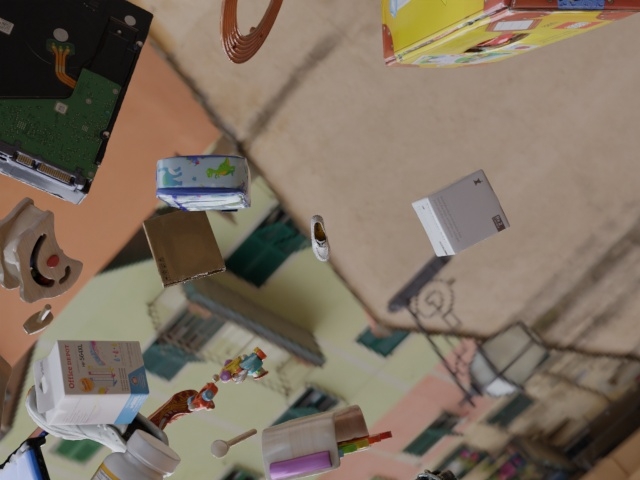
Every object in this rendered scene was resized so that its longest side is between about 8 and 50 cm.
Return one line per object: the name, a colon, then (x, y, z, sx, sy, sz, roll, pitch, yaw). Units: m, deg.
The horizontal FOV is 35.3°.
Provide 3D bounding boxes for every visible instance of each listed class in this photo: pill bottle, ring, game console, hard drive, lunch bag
pill bottle: (-0.312, 0.406, 1.571, 0.117, 0.208, 0.117, 34, 175, 4)
ring: (-0.130, -0.518, 2.010, 0.032, 0.337, 0.336, 21, -169, 13)
game console: (-0.539, 0.457, 1.989, 0.173, 0.293, 0.250, -10, -110, -40)
hard drive: (-0.396, -0.242, 1.442, 0.237, 0.064, 0.339, 24, -124, -20)
lunch bag: (-0.221, -0.107, 1.902, 0.176, 0.090, 0.219, 1, 175, -2)

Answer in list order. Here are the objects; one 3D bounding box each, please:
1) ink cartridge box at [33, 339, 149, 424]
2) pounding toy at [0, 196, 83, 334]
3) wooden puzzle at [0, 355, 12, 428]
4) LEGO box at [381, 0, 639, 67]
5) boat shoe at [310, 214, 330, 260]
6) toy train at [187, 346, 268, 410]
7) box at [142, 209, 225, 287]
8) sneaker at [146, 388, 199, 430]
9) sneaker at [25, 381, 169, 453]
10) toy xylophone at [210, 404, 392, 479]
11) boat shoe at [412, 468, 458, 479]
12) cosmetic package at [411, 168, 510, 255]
ink cartridge box: (-0.334, 0.204, 1.445, 0.143, 0.090, 0.092, 4, -129, -31)
pounding toy: (-0.539, 0.057, 2.018, 0.155, 0.269, 0.154, 28, -136, 28)
wooden puzzle: (-0.794, 0.314, 2.116, 0.322, 0.080, 0.348, 56, -164, -35)
LEGO box: (0.245, -0.465, 1.439, 0.193, 0.372, 0.500, -3, -177, -13)
boat shoe: (0.000, 0.000, 2.003, 0.035, 0.035, 0.100, -96, -1, -65)
toy train: (-0.151, 0.247, 1.734, 0.046, 0.166, 0.125, 50, -139, -12)
box: (-0.345, 0.012, 2.545, 0.021, 0.164, 0.201, 94, 157, -57)
sneaker: (-0.373, 0.420, 2.473, 0.067, 0.175, 0.064, -21, 98, 60)
sneaker: (-0.372, 0.302, 1.718, 0.262, 0.121, 0.099, 26, -120, -11)
toy xylophone: (-0.030, 0.328, 1.623, 0.322, 0.236, 0.081, 10, -115, -70)
boat shoe: (0.167, 0.383, 1.444, 0.335, 0.119, 0.121, 14, -176, -18)
cosmetic package: (0.328, -0.062, 2.376, 0.151, 0.151, 0.183, 63, 174, 0)
